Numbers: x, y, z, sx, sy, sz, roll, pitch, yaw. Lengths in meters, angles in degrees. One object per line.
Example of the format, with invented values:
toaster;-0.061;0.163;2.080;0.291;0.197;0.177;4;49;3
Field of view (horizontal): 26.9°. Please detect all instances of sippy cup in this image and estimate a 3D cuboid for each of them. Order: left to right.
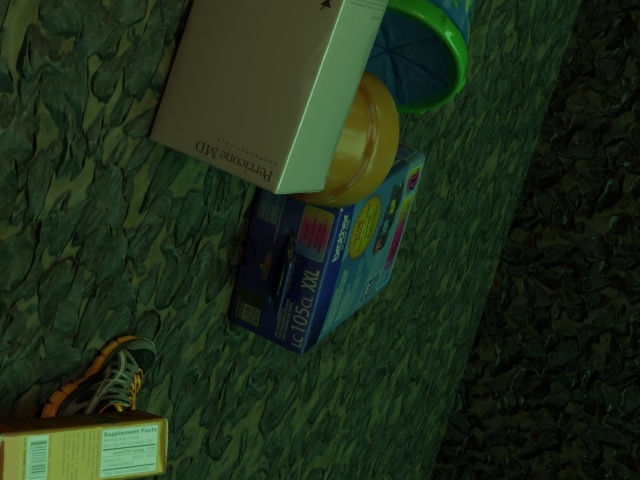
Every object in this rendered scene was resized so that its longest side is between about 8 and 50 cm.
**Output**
sippy cup;0.131;-0.348;1.989;0.305;0.240;0.224;-50;-165;58

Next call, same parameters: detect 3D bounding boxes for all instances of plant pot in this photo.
plant pot;-0.027;-0.154;1.834;0.188;0.205;0.205;6;107;-55

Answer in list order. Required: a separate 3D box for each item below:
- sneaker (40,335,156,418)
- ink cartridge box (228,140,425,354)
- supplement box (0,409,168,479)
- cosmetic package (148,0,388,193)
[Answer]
sneaker;-0.272;0.202;1.741;0.215;0.083;0.084;-46;152;-48
ink cartridge box;0.000;0.000;2.140;0.395;0.151;0.270;-32;142;-56
supplement box;-0.295;0.248;1.583;0.233;0.078;0.080;3;92;-43
cosmetic package;-0.045;-0.258;1.633;0.155;0.197;0.365;-9;119;-68
